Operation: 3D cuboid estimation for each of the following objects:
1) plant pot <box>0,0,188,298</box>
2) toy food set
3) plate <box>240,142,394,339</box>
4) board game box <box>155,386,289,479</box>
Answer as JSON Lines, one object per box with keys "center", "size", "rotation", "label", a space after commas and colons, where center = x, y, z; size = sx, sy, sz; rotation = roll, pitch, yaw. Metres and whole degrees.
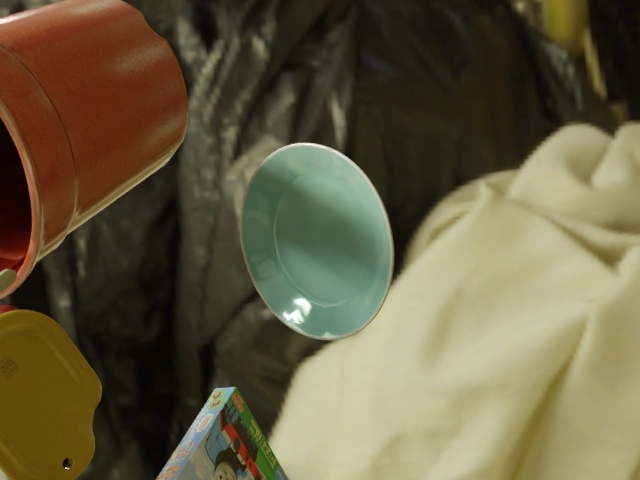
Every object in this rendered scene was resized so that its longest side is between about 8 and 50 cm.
{"center": [-0.289, -0.115, 1.564], "size": [0.272, 0.265, 0.272], "rotation": [18, 123, 31], "label": "plant pot"}
{"center": [-0.285, 0.127, 1.406], "size": [0.071, 0.128, 0.218], "rotation": [5, 135, 44], "label": "toy food set"}
{"center": [0.000, 0.000, 1.461], "size": [0.188, 0.024, 0.188], "rotation": [11, 107, 40], "label": "plate"}
{"center": [-0.121, 0.300, 1.817], "size": [0.039, 0.211, 0.160], "rotation": [-8, 122, 34], "label": "board game box"}
